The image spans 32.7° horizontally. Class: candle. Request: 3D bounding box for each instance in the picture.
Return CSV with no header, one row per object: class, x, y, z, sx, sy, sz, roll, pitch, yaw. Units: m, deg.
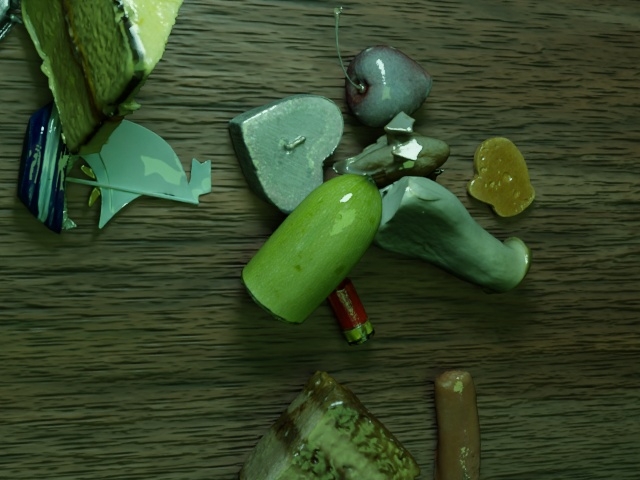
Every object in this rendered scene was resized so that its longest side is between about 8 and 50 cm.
candle,0.041,0.104,1.770,0.052,0.052,0.131,-29,103,-14
candle,-0.061,-0.148,1.697,0.168,0.068,0.192,24,87,-24

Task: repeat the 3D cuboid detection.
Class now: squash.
squash,0.000,0.000,1.658,0.132,0.132,0.247,34,108,-19

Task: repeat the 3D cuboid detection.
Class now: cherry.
cherry,0.102,-0.273,1.717,0.148,0.115,0.188,-6,93,1

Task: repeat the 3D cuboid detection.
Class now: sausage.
sausage,0.229,0.377,1.852,0.087,0.079,0.327,-4,99,-29

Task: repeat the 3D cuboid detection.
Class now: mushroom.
mushroom,0.213,-0.001,1.751,0.328,0.159,0.122,25,83,-29

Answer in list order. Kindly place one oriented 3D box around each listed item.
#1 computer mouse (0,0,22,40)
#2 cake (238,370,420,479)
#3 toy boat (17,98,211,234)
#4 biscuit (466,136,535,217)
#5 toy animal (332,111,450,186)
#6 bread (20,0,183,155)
computer mouse,-0.529,-0.347,1.516,0.231,0.071,0.126,14,77,-30
cake,-0.015,0.377,1.714,0.198,0.196,0.293,43,87,-16
toy boat,-0.294,-0.106,1.628,0.291,0.067,0.221,9,92,-22
biscuit,0.298,-0.104,1.848,0.118,0.023,0.140,-22,103,-15
toy animal,0.115,-0.120,1.738,0.188,0.179,0.089,-13,67,3
bread,-0.306,-0.268,1.454,0.198,0.263,0.236,19,59,-23
